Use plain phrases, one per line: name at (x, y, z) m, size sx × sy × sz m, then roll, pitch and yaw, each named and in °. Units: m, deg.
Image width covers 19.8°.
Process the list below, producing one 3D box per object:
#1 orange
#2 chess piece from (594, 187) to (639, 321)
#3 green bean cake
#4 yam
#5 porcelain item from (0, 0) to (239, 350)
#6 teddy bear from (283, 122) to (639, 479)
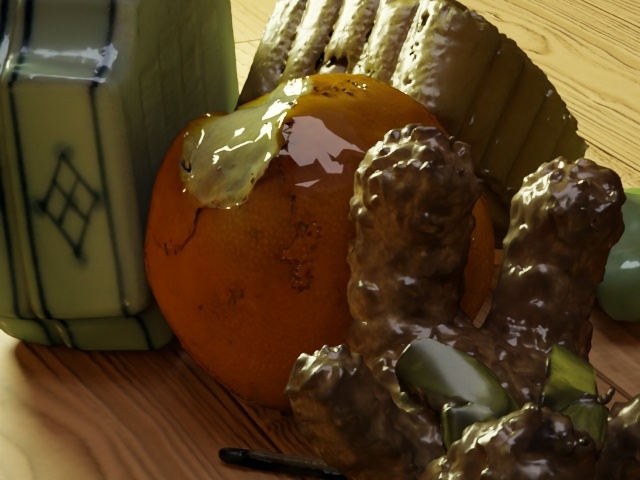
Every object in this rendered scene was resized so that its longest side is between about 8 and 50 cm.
orange at (0.000, 0.000, 1.250) m, size 0.240 × 0.240 × 0.240 m, roll 0°, pitch 24°, yaw 0°
chess piece at (0.315, 0.000, 1.385) m, size 0.298 × 0.175 × 0.176 m, roll -5°, pitch 21°, yaw 22°
green bean cake at (0.069, -0.086, 1.441) m, size 0.224 × 0.230 × 0.131 m, roll 4°, pitch 63°, yaw 41°
yam at (-0.016, 0.146, 1.189) m, size 0.107 × 0.014 × 0.014 m, roll 7°, pitch 25°, yaw 17°
porcelain item at (-0.168, -0.081, 1.372) m, size 0.157 × 0.285 × 0.281 m, roll 2°, pitch 25°, yaw 15°
teddy bear at (0.101, 0.085, 1.045) m, size 0.246 × 0.296 × 0.222 m, roll 10°, pitch -1°, yaw -15°
